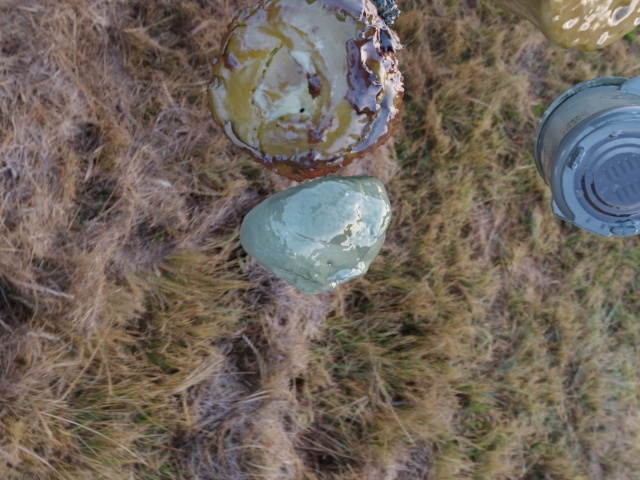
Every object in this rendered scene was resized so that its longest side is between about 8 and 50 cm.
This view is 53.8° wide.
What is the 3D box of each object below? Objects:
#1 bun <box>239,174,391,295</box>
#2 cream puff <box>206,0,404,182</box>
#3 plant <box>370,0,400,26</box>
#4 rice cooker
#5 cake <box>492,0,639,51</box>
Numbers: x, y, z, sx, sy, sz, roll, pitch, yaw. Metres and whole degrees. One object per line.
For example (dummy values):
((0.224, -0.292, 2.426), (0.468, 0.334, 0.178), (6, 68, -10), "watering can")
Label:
((0.000, 0.000, 0.835), (0.212, 0.204, 0.127), (-12, 74, -34), "bun")
((-0.011, -0.269, 1.089), (0.351, 0.350, 0.228), (62, 27, -1), "cream puff")
((0.104, -0.456, 1.313), (0.094, 0.092, 0.143), (27, 89, -30), "plant")
((0.549, -0.159, 1.201), (0.264, 0.317, 0.317), (21, 67, 1), "rice cooker")
((0.337, -0.475, 0.882), (0.332, 0.332, 0.321), (-14, 52, -29), "cake")
